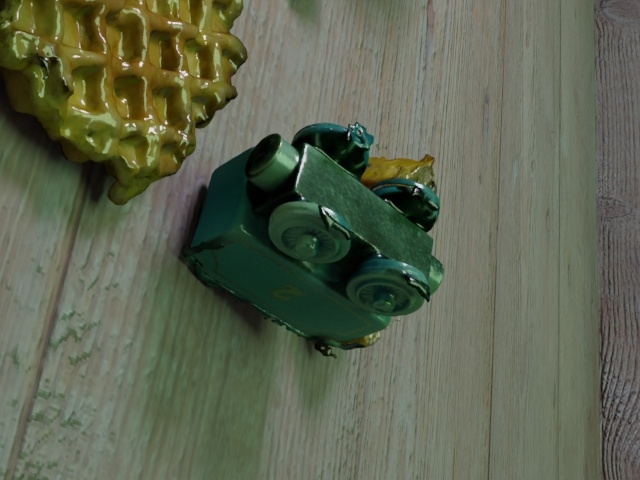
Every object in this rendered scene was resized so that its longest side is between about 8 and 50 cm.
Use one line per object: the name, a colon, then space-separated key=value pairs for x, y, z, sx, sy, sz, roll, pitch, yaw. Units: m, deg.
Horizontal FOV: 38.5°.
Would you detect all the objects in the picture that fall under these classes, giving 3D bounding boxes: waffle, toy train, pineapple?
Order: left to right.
waffle: x=-0.148 y=-0.187 z=0.642 sx=0.281 sy=0.058 sz=0.301 roll=-49 pitch=126 yaw=-57
toy train: x=0.000 y=0.000 z=0.762 sx=0.203 sy=0.163 sz=0.112 roll=36 pitch=50 yaw=-29
pineapple: x=0.041 y=-0.004 z=0.936 sx=0.186 sy=0.114 sz=0.236 roll=53 pitch=43 yaw=-48
